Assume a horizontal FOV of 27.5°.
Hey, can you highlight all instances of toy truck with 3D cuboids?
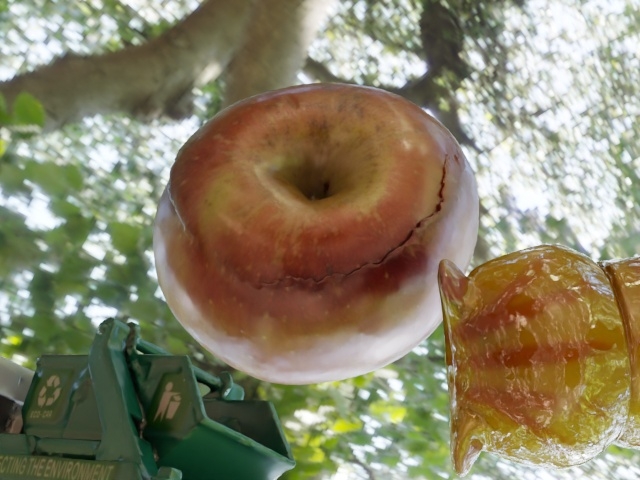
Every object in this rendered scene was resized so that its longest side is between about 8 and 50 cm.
[{"bbox_3d":[-0.098,0.098,0.539,0.216,0.110,0.116,-6,-121,46],"label":"toy truck"}]

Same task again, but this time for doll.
[{"bbox_3d":[0.211,0.077,0.891,0.270,0.162,0.166,-5,-101,-2],"label":"doll"}]

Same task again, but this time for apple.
[{"bbox_3d":[0.000,0.000,1.097,0.272,0.206,0.251,-36,-124,-23],"label":"apple"}]
